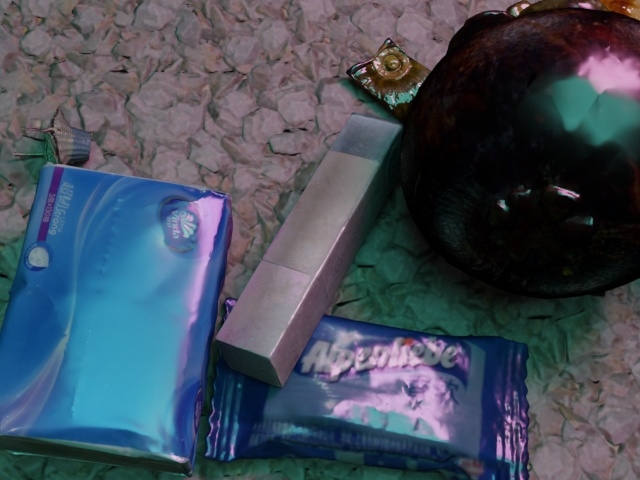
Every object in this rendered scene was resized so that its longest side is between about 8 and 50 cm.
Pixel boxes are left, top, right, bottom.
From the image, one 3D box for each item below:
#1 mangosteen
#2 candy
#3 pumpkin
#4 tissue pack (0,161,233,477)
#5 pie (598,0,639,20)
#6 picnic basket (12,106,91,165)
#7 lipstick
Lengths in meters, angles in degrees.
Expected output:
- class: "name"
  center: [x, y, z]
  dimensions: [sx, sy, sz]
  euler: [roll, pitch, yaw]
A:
- class: "mangosteen"
  center: [0.242, -0.095, 0.868]
  dimensions: [0.330, 0.330, 0.330]
  euler: [2, 69, -6]
- class: "candy"
  center: [0.050, 0.160, 0.865]
  dimensions: [0.331, 0.077, 0.187]
  euler: [9, 60, -1]
- class: "pumpkin"
  center: [0.091, -0.192, 1.029]
  dimensions: [0.073, 0.035, 0.101]
  euler: [-44, 83, -8]
- class: "tissue pack"
  center: [-0.201, 0.079, 0.827]
  dimensions: [0.198, 0.146, 0.263]
  euler: [9, 68, -4]
- class: "pie"
  center: [0.377, -0.233, 1.048]
  dimensions: [0.205, 0.084, 0.179]
  euler: [-24, 73, -17]
- class: "picnic basket"
  center: [-0.295, -0.108, 0.935]
  dimensions: [0.083, 0.065, 0.083]
  euler: [3, 72, -23]
- class: "lipstick"
  center: [0.000, 0.000, 0.894]
  dimensions: [0.068, 0.066, 0.317]
  euler: [17, 58, 22]
